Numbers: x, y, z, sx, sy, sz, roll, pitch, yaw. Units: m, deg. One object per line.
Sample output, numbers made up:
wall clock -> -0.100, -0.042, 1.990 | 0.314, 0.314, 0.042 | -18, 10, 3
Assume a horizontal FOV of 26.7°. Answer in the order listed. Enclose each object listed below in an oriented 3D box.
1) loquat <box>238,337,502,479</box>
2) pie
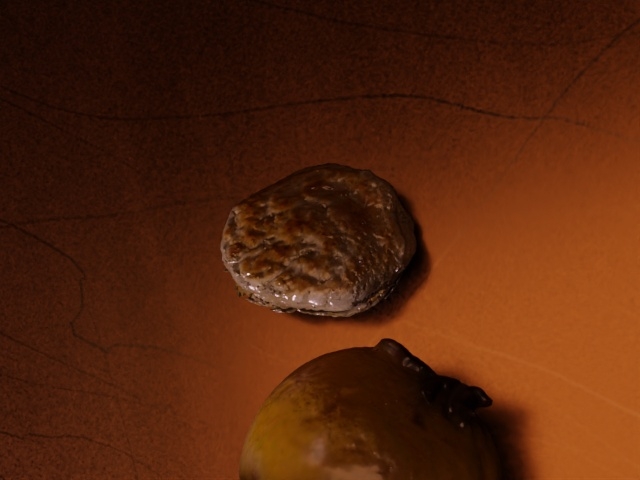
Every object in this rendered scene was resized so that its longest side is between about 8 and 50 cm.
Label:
loquat -> 0.048, 0.200, 1.192 | 0.244, 0.244, 0.244 | -3, 78, 17
pie -> 0.000, 0.000, 1.325 | 0.193, 0.079, 0.163 | 13, 74, 20
